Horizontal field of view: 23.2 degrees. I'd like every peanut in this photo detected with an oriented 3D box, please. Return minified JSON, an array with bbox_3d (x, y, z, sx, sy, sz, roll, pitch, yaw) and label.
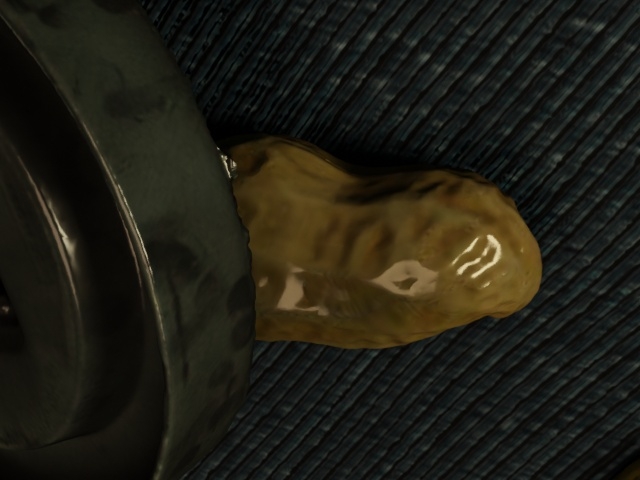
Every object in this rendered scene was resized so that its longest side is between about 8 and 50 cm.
[{"bbox_3d":[0.000,0.000,0.678,0.194,0.083,0.093,-1,92,19],"label":"peanut"}]

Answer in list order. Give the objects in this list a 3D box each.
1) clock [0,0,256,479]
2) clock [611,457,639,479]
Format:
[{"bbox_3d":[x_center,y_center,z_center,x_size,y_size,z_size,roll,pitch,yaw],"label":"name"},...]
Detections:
[{"bbox_3d":[-0.155,-0.012,0.679,0.313,0.061,0.312,25,131,32],"label":"clock"},{"bbox_3d":[0.236,0.187,0.746,0.237,0.057,0.237,12,132,14],"label":"clock"}]
